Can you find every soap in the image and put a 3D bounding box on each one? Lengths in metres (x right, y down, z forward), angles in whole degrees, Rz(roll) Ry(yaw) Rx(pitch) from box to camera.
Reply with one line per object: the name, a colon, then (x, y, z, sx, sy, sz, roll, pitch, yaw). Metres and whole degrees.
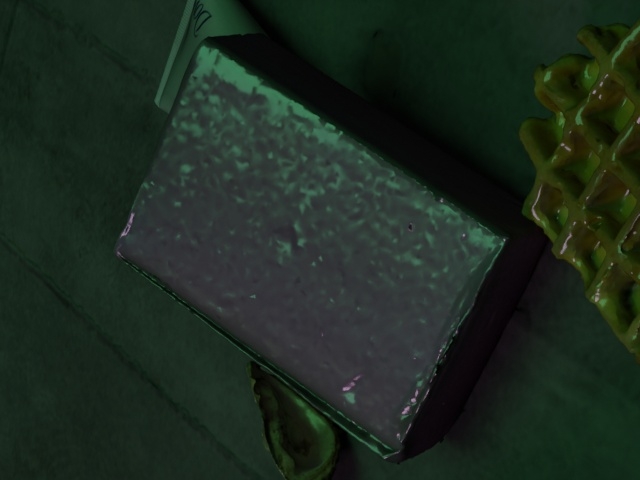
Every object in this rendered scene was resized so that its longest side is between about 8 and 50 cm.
soap: (0.001, 0.000, 1.083, 0.259, 0.081, 0.181, 34, 115, 25)

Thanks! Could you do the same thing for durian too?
durian: (-0.025, 0.141, 1.185, 0.052, 0.066, 0.130, -57, 37, 31)

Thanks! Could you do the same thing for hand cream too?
hand cream: (-0.071, -0.125, 1.273, 0.248, 0.083, 0.133, 46, 120, 54)

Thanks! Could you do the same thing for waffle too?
waffle: (0.191, -0.044, 0.939, 0.160, 0.055, 0.211, -60, 43, 29)
